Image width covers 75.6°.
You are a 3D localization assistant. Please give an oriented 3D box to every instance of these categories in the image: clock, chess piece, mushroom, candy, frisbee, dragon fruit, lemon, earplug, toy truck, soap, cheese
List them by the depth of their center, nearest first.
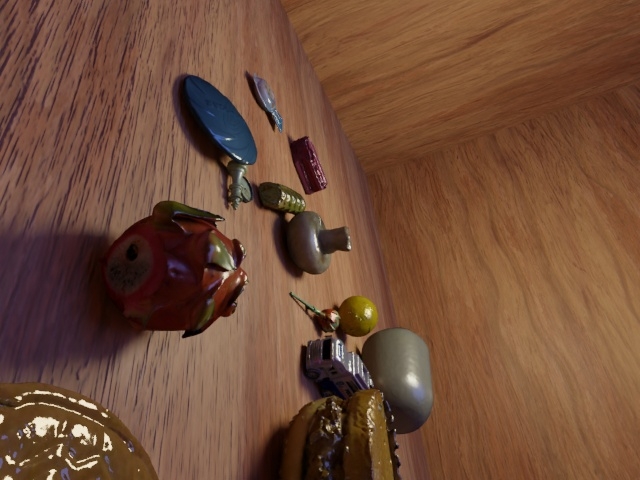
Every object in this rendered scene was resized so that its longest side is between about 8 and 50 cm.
[{"bbox_3d":[-0.226,0.052,0.680,0.227,0.224,0.224,5,69,-66],"label":"dragon fruit"},{"bbox_3d":[-0.237,-0.151,1.152,0.059,0.059,0.149,47,37,-57],"label":"chess piece"},{"bbox_3d":[-0.262,-0.343,1.153,0.289,0.049,0.289,50,20,-26],"label":"frisbee"},{"bbox_3d":[-0.229,-0.154,1.236,0.085,0.017,0.085,-17,90,-74],"label":"clock"},{"bbox_3d":[0.062,0.429,1.356,0.124,0.155,0.268,-88,155,-50],"label":"toy truck"},{"bbox_3d":[-0.024,0.248,1.452,0.287,0.078,0.084,42,53,-44],"label":"candy"},{"bbox_3d":[0.000,0.000,1.475,0.243,0.243,0.243,-17,90,-74],"label":"mushroom"},{"bbox_3d":[-0.208,-0.557,1.660,0.135,0.052,0.245,-91,158,-45],"label":"cheese"},{"bbox_3d":[0.155,0.326,1.763,0.206,0.173,0.173,-43,116,-49],"label":"lemon"},{"bbox_3d":[0.330,0.618,1.784,0.394,0.312,0.313,-77,146,-60],"label":"earplug"},{"bbox_3d":[-0.050,-0.352,1.900,0.162,0.099,0.250,-62,133,-68],"label":"soap"}]

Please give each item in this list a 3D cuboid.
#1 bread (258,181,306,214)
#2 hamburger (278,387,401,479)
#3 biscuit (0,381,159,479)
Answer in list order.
[{"bbox_3d":[-0.125,-0.142,1.445,0.269,0.098,0.087,11,92,-72],"label":"bread"},{"bbox_3d":[0.032,0.540,0.932,0.287,0.268,0.445,58,26,-48],"label":"hamburger"},{"bbox_3d":[-0.299,0.336,0.405,0.385,0.062,0.365,55,24,-47],"label":"biscuit"}]
